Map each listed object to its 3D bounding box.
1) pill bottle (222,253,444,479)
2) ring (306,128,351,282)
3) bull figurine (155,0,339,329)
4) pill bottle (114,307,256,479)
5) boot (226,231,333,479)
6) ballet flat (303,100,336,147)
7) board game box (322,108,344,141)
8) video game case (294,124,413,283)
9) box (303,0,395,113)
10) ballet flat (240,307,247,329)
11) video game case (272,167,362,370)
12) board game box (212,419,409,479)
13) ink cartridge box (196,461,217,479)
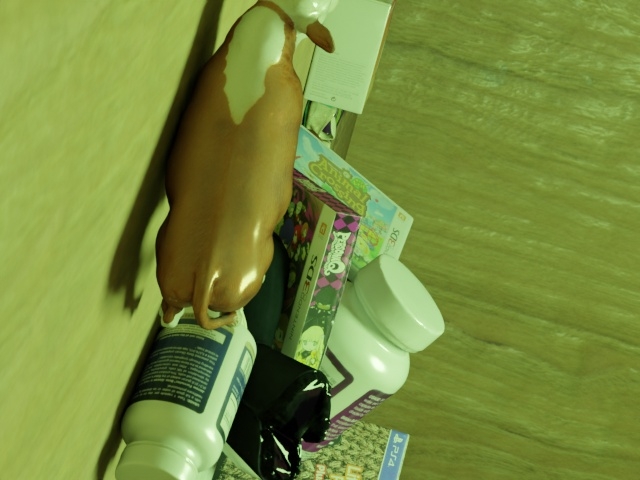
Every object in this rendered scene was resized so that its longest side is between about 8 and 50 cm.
[{"bbox_3d":[0.003,0.155,1.722,0.301,0.169,0.169,-39,-172,17],"label":"pill bottle"},{"bbox_3d":[0.000,0.000,2.050,0.336,0.032,0.337,169,-90,-79],"label":"ring"},{"bbox_3d":[-0.063,-0.069,1.091,0.188,0.101,0.310,104,3,-69],"label":"bull figurine"},{"bbox_3d":[-0.125,0.151,1.238,0.094,0.094,0.169,103,5,-50],"label":"pill bottle"},{"bbox_3d":[-0.051,0.121,1.476,0.207,0.094,0.246,20,-91,52],"label":"boot"},{"bbox_3d":[-0.005,-0.157,2.149,0.168,0.052,0.057,103,3,-57],"label":"ballet flat"},{"bbox_3d":[0.045,-0.313,2.316,0.347,0.056,0.208,-67,177,-66],"label":"board game box"},{"bbox_3d":[0.023,-0.041,1.834,0.023,0.212,0.193,-44,-168,34],"label":"video game case"},{"bbox_3d":[0.047,-0.291,2.006,0.130,0.091,0.170,-67,173,-65],"label":"box"},{"bbox_3d":[-0.114,0.113,1.424,0.080,0.073,0.232,82,24,-76],"label":"ballet flat"},{"bbox_3d":[-0.040,0.032,1.622,0.232,0.041,0.210,40,-63,59],"label":"video game case"},{"bbox_3d":[-0.047,0.359,1.945,0.232,0.291,0.141,-71,176,-47],"label":"board game box"},{"bbox_3d":[-0.185,0.298,1.664,0.179,0.045,0.145,43,63,-66],"label":"ink cartridge box"}]
